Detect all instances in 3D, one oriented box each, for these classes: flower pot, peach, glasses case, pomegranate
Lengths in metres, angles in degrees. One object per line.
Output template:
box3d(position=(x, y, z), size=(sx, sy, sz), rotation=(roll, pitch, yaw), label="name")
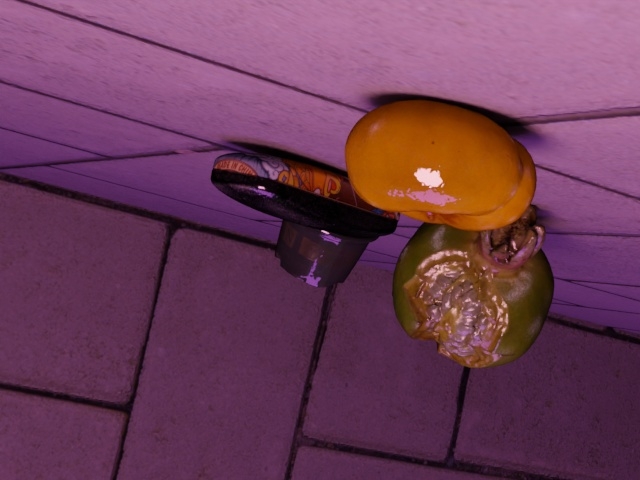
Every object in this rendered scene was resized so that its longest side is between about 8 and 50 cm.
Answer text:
box3d(position=(0.000, 0.000, 1.877), size=(0.157, 0.107, 0.157), rotation=(21, -158, -9), label="flower pot")
box3d(position=(0.110, -0.067, 1.128), size=(0.179, 0.103, 0.179), rotation=(14, 179, 0), label="peach")
box3d(position=(-0.015, -0.060, 1.687), size=(0.122, 0.082, 0.321), rotation=(9, 175, 41), label="glasses case")
box3d(position=(0.224, 0.041, 1.706), size=(0.236, 0.236, 0.302), rotation=(13, 142, -8), label="pomegranate")
